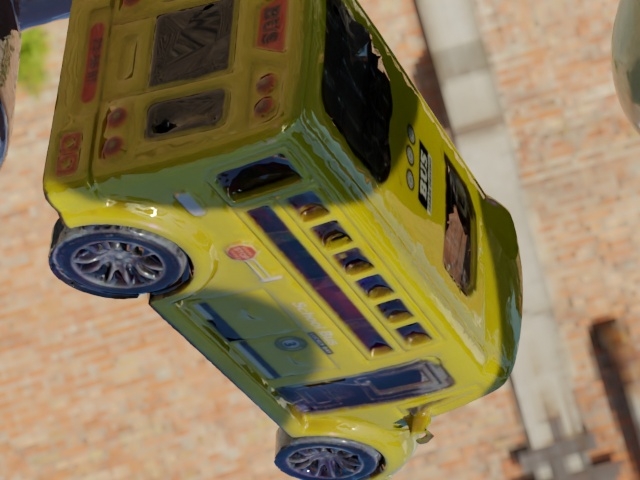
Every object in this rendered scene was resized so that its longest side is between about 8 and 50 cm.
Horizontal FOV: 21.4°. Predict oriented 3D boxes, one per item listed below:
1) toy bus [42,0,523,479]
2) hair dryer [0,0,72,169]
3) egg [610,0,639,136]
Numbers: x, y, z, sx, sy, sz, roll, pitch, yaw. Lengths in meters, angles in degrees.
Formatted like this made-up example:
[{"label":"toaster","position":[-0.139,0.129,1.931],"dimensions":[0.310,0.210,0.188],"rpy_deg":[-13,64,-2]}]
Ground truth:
[{"label":"toy bus","position":[0.000,0.000,0.828],"dimensions":[0.151,0.145,0.331],"rpy_deg":[-12,146,22]},{"label":"hair dryer","position":[-0.107,-0.138,0.870],"dimensions":[0.352,0.125,0.210],"rpy_deg":[-13,-139,4]},{"label":"egg","position":[0.294,-0.150,1.067],"dimensions":[0.253,0.186,0.186],"rpy_deg":[-47,179,8]}]
